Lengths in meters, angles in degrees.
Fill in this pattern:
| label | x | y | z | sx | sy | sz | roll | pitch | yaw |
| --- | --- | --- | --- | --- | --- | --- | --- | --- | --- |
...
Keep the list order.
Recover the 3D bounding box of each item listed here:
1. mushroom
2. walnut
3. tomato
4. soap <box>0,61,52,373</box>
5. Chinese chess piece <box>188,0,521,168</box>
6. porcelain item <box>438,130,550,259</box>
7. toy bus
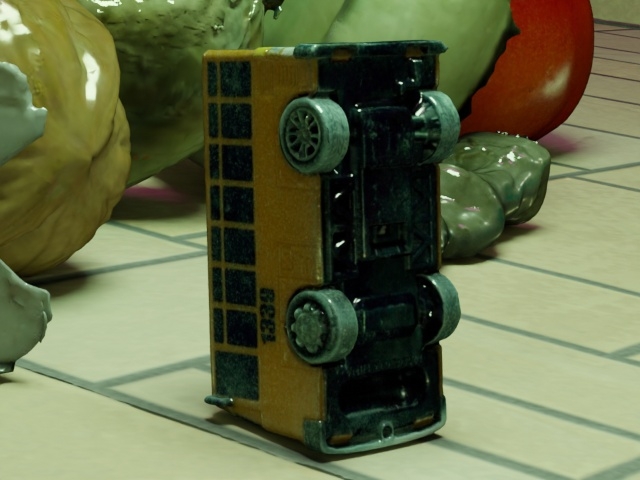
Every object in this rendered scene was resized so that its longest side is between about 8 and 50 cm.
| label | x | y | z | sx | sy | sz | roll | pitch | yaw |
| --- | --- | --- | --- | --- | --- | --- | --- | --- | --- |
| mushroom | -0.198 | -0.118 | 1.270 | 0.344 | 0.247 | 0.130 | 3 | 51 | -22 |
| walnut | -0.204 | -0.069 | 1.103 | 0.213 | 0.213 | 0.213 | 5 | 12 | -1 |
| tomato | 0.094 | -0.194 | 1.717 | 0.298 | 0.226 | 0.298 | 7 | 15 | -2 |
| soap | -0.319 | -0.025 | 0.911 | 0.302 | 0.159 | 0.257 | 13 | 13 | 39 |
| Chinese chess piece | -0.001 | -0.205 | 1.439 | 0.146 | 0.349 | 0.349 | 15 | 4 | -36 |
| porcelain item | 0.089 | -0.022 | 1.313 | 0.081 | 0.069 | 0.215 | 14 | 19 | 18 |
| toy bus | 0.000 | 0.000 | 0.892 | 0.091 | 0.182 | 0.103 | -7 | 9 | -42 |
